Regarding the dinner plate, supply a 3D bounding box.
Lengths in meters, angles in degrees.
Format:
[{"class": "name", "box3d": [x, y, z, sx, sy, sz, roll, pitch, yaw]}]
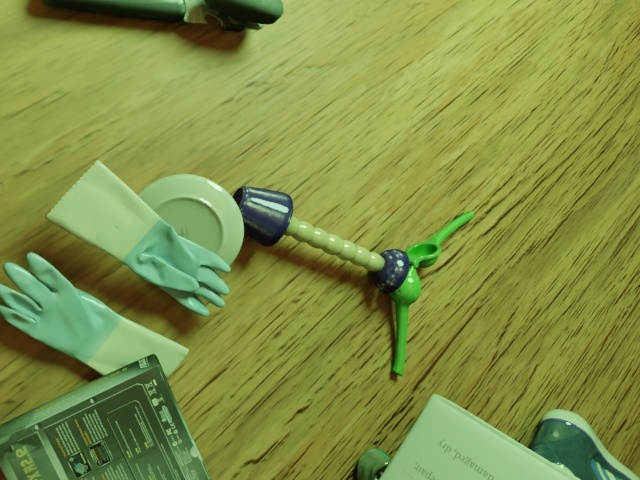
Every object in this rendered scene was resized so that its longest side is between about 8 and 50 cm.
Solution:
[{"class": "dinner plate", "box3d": [-0.165, -0.011, 0.665, 0.141, 0.017, 0.141, -2, 107, -7]}]

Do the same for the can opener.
[{"class": "can opener", "box3d": [-0.186, -0.311, 0.660, 0.281, 0.093, 0.074, -4, 91, -25]}]

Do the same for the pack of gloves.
[{"class": "pack of gloves", "box3d": [-0.234, 0.052, 0.638, 0.232, 0.046, 0.195, 43, 82, -30]}]

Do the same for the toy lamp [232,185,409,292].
[{"class": "toy lamp", "box3d": [0.000, 0.000, 0.762, 0.275, 0.080, 0.080, 26, 76, -29]}]

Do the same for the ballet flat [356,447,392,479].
[{"class": "ballet flat", "box3d": [0.084, 0.421, 0.801, 0.072, 0.068, 0.213, 3, 87, -30]}]

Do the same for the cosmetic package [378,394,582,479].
[{"class": "cosmetic package", "box3d": [0.219, 0.482, 0.666, 0.393, 0.327, 0.329, -54, 131, -12]}]

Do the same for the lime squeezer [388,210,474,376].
[{"class": "lime squeezer", "box3d": [0.168, 0.055, 0.867, 0.110, 0.059, 0.310, 36, 71, -24]}]

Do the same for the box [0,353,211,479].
[{"class": "box", "box3d": [-0.228, 0.274, 0.619, 0.183, 0.056, 0.231, -25, 101, -19]}]

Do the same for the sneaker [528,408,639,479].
[{"class": "sneaker", "box3d": [0.468, 0.486, 0.953, 0.322, 0.130, 0.236, 51, 46, -10]}]
